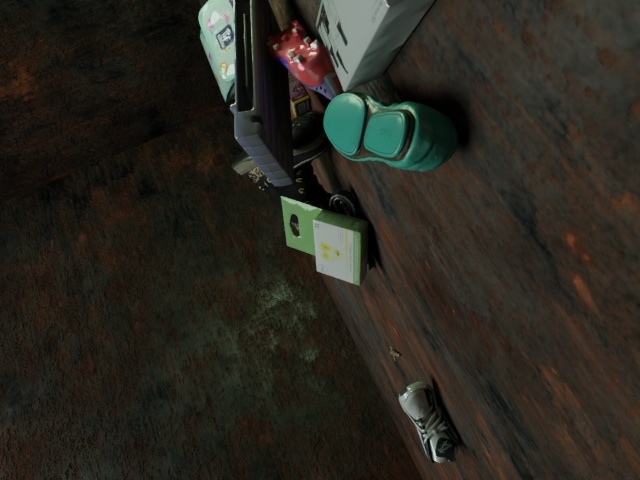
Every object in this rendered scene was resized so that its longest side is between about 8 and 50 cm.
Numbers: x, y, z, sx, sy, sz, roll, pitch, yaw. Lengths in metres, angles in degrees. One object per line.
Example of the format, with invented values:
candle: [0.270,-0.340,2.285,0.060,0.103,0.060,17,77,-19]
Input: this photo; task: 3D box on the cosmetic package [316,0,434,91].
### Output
cosmetic package: [0.049,-0.247,0.530,0.098,0.061,0.239,65,174,-2]

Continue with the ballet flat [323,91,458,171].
ballet flat: [0.080,-0.127,0.595,0.247,0.087,0.083,-135,58,-63]

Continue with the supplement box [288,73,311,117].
supplement box: [-0.059,-0.342,1.167,0.083,0.043,0.055,62,174,19]

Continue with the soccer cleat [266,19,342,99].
soccer cleat: [-0.031,-0.320,0.878,0.095,0.083,0.248,52,-176,-36]

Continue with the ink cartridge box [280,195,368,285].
ink cartridge box: [0.000,0.000,1.196,0.235,0.056,0.171,17,135,21]

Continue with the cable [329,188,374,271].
cable: [0.068,0.004,1.216,0.140,0.072,0.287,26,148,17]

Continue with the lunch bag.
lunch bag: [-0.235,-0.544,1.386,0.223,0.160,0.262,69,163,-2]

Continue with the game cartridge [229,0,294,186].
game cartridge: [-0.112,-0.306,0.967,0.230,0.068,0.354,63,-159,-71]

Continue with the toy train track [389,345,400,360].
toy train track: [0.235,0.351,1.537,0.083,0.014,0.048,144,108,-78]

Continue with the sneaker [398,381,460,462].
sneaker: [0.277,0.457,1.207,0.153,0.094,0.235,56,169,52]

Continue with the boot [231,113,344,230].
boot: [-0.035,-0.144,1.229,0.284,0.138,0.377,48,150,-24]
